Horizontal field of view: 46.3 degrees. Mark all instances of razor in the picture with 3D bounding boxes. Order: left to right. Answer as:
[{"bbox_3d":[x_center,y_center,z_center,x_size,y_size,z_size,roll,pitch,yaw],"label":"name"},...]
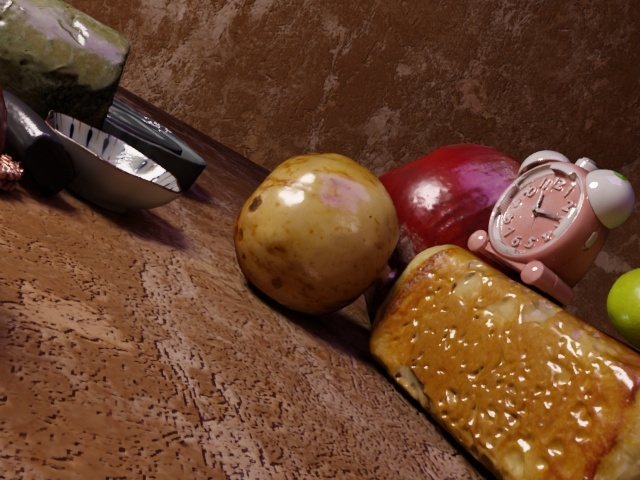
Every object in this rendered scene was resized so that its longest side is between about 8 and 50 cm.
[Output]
[{"bbox_3d":[-0.323,-0.113,0.803,0.148,0.054,0.090,33,-23,28],"label":"razor"}]

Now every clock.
[{"bbox_3d":[-0.354,-0.193,1.314,0.325,0.067,0.325,31,7,-4],"label":"clock"},{"bbox_3d":[0.276,-0.022,0.880,0.093,0.162,0.166,30,6,-28],"label":"clock"}]

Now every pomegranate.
[{"bbox_3d":[0.000,0.000,0.952,0.215,0.215,0.215,31,7,-4],"label":"pomegranate"}]

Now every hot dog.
[{"bbox_3d":[0.241,0.163,0.830,0.223,0.185,0.405,28,7,-35],"label":"hot dog"}]

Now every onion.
[{"bbox_3d":[0.219,0.035,1.122,0.341,0.341,0.341,31,7,-4],"label":"onion"}]

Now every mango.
[{"bbox_3d":[0.379,0.087,0.806,0.163,0.089,0.117,27,5,-35],"label":"mango"}]

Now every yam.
[{"bbox_3d":[-0.412,-0.252,0.982,0.300,0.195,0.195,27,8,-29],"label":"yam"}]

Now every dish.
[{"bbox_3d":[-0.263,-0.082,0.911,0.191,0.066,0.190,32,8,-5],"label":"dish"}]

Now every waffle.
[{"bbox_3d":[-0.328,-0.076,0.720,0.083,0.029,0.075,29,6,-27],"label":"waffle"}]

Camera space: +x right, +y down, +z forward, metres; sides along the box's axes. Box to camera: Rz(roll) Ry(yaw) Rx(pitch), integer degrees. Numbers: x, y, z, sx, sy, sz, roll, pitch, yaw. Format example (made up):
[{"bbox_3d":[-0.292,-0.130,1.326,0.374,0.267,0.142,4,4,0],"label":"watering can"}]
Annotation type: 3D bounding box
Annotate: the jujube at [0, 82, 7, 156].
[{"bbox_3d":[-0.293,-0.095,0.399,0.183,0.183,0.243,35,8,30],"label":"jujube"}]
